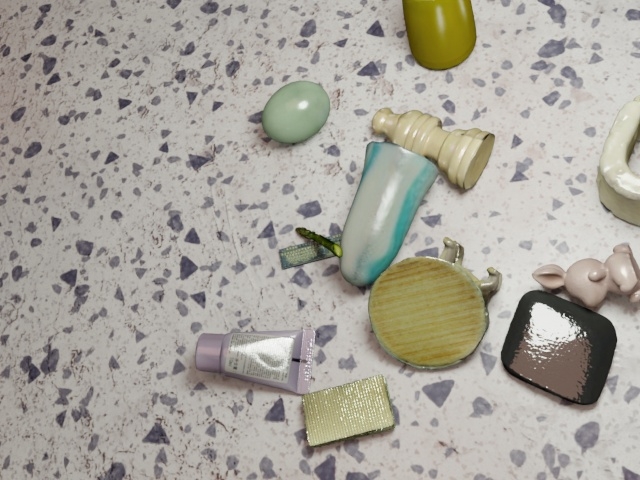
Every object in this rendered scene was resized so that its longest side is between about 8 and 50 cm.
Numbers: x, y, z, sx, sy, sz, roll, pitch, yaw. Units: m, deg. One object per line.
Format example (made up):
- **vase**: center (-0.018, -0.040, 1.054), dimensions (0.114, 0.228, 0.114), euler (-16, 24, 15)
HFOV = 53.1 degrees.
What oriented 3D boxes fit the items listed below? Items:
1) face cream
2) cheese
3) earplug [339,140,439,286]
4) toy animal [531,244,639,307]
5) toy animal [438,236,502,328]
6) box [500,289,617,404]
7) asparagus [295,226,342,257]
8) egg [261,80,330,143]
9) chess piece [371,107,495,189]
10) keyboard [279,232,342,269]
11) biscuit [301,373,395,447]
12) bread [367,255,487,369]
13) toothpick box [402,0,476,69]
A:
- **face cream**: center (-0.153, 0.273, 1.515), dimensions (0.273, 0.096, 0.154), euler (5, 68, 6)
- **cheese**: center (0.759, -0.178, 1.354), dimensions (0.332, 0.153, 0.292), euler (-3, 69, 15)
- **earplug**: center (0.132, -0.048, 1.502), dimensions (0.185, 0.185, 0.324), euler (21, 83, 24)
- **toy animal**: center (0.560, 0.089, 1.346), dimensions (0.212, 0.124, 0.124), euler (-15, 64, 35)
- **toy animal**: center (0.288, 0.086, 1.426), dimensions (0.233, 0.121, 0.169), euler (23, 94, 14)
- **box**: center (0.498, 0.222, 1.341), dimensions (0.212, 0.042, 0.201), euler (20, 77, 23)
- **asparagus**: center (-0.001, 0.001, 1.543), dimensions (0.236, 0.034, 0.027), euler (29, 111, 60)
- **egg**: center (-0.065, -0.335, 1.679), dimensions (0.192, 0.149, 0.149), euler (-34, 63, 5)
- **chess piece**: center (0.255, -0.245, 1.571), dimensions (0.307, 0.124, 0.139), euler (27, 111, 29)
- **keyboard**: center (-0.018, 0.026, 1.601), dimensions (0.176, 0.014, 0.055), euler (-15, 69, 13)
- **biscuit**: center (0.061, 0.380, 1.422), dimensions (0.199, 0.040, 0.121), euler (-16, 63, 10)
- **bread**: center (0.229, 0.155, 1.383), dimensions (0.266, 0.040, 0.267), euler (5, 109, 15)
- **toothpick box**: center (0.290, -0.567, 1.587), dimensions (0.174, 0.271, 0.175), euler (-6, 68, 15)
